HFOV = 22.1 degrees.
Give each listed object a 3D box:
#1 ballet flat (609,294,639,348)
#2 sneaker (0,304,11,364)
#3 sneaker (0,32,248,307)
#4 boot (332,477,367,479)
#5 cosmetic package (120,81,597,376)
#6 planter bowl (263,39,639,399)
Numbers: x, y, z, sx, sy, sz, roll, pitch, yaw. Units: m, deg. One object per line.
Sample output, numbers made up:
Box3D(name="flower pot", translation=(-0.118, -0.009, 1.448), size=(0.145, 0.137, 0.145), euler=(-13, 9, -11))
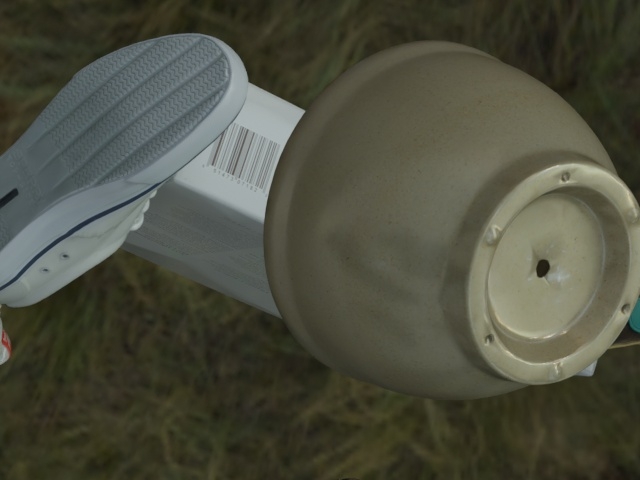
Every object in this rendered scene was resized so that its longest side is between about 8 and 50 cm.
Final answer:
Box3D(name="ballet flat", translation=(0.302, 0.081, 1.701), size=(0.232, 0.073, 0.080), euler=(8, 78, -5))
Box3D(name="sneaker", translation=(-0.268, 0.056, 1.287), size=(0.075, 0.057, 0.161), euler=(24, 121, -24))
Box3D(name="sneaker", translation=(-0.145, -0.044, 1.071), size=(0.258, 0.094, 0.091), euler=(-32, 155, 19))
Box3D(name="boot", translation=(0.022, 0.282, 0.971), size=(0.377, 0.284, 0.138), euler=(32, 117, 33))
Box3D(name="cosmetic package", translation=(0.000, 0.000, 1.291), size=(0.377, 0.097, 0.284), euler=(25, 163, -26))
Box3D(name="planter bowl", translation=(0.072, 0.001, 0.713), size=(0.162, 0.109, 0.162), euler=(-10, 109, -31))
